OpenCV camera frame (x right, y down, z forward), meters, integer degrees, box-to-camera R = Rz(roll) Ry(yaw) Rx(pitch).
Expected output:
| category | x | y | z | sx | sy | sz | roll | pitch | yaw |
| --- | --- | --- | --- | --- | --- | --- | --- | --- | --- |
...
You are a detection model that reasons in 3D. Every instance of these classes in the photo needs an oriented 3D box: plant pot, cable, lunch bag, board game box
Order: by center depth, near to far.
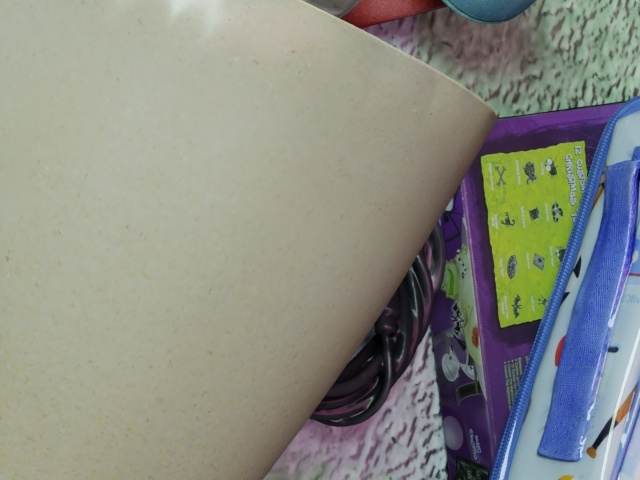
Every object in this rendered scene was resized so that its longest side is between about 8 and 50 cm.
| category | x | y | z | sx | sy | sz | roll | pitch | yaw |
| --- | --- | --- | --- | --- | --- | --- | --- | --- | --- |
| plant pot | -0.098 | 0.029 | 0.755 | 0.256 | 0.256 | 0.274 | 22 | 89 | -35 |
| cable | 0.000 | 0.000 | 0.940 | 0.150 | 0.047 | 0.185 | -17 | 96 | -42 |
| lunch bag | 0.213 | 0.071 | 0.998 | 0.243 | 0.115 | 0.303 | 27 | 73 | -31 |
| board game box | 0.158 | 0.098 | 1.051 | 0.208 | 0.056 | 0.347 | -9 | 93 | -33 |

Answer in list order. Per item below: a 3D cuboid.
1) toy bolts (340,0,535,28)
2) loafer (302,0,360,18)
| category | x | y | z | sx | sy | sz | roll | pitch | yaw |
| --- | --- | --- | --- | --- | --- | --- | --- | --- | --- |
| toy bolts | 0.046 | -0.209 | 0.906 | 0.218 | 0.158 | 0.229 | -26 | 104 | -35 |
| loafer | -0.101 | -0.206 | 0.820 | 0.319 | 0.112 | 0.111 | 36 | 39 | -28 |
